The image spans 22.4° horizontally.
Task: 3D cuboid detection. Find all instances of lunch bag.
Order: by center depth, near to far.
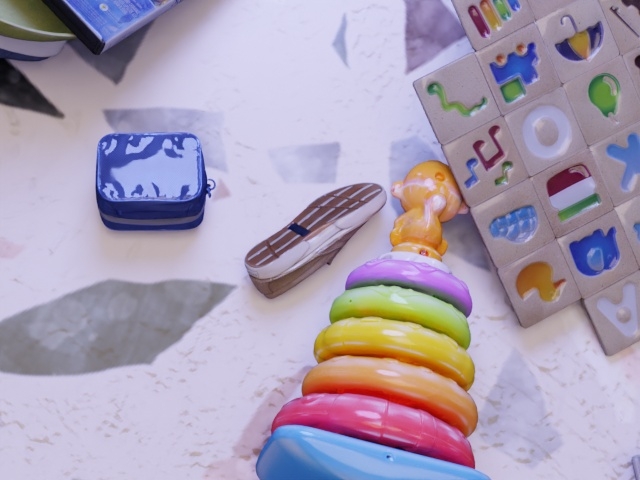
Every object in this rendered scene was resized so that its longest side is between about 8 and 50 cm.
[{"bbox_3d":[-0.135,-0.046,1.330,0.098,0.065,0.067,1,64,-4],"label":"lunch bag"}]

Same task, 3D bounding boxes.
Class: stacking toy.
[{"bbox_3d":[0.063,0.072,1.296,0.175,0.166,0.302,14,68,-3],"label":"stacking toy"}]

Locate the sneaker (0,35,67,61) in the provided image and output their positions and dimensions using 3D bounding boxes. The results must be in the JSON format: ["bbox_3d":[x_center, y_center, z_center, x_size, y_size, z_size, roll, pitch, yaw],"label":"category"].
[{"bbox_3d":[-0.385,-0.192,1.316,0.350,0.148,0.131,16,38,-21],"label":"sneaker"}]

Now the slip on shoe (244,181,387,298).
[{"bbox_3d":[0.000,0.000,1.348,0.135,0.051,0.041,-36,125,-18],"label":"slip on shoe"}]

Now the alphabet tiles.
[{"bbox_3d":[0.246,-0.090,1.344,0.285,0.011,0.343,-27,102,-9],"label":"alphabet tiles"}]

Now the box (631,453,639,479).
[{"bbox_3d":[0.423,0.179,1.329,0.324,0.063,0.067,-11,80,-2],"label":"box"}]

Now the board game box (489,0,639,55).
[{"bbox_3d":[0.222,-0.163,1.353,0.136,0.030,0.260,-28,106,-11],"label":"board game box"}]

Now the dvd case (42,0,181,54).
[{"bbox_3d":[-0.159,-0.273,1.330,0.180,0.022,0.253,46,51,4],"label":"dvd case"}]

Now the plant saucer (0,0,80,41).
[{"bbox_3d":[-0.269,-0.241,1.300,0.241,0.241,0.037,44,122,3],"label":"plant saucer"}]
